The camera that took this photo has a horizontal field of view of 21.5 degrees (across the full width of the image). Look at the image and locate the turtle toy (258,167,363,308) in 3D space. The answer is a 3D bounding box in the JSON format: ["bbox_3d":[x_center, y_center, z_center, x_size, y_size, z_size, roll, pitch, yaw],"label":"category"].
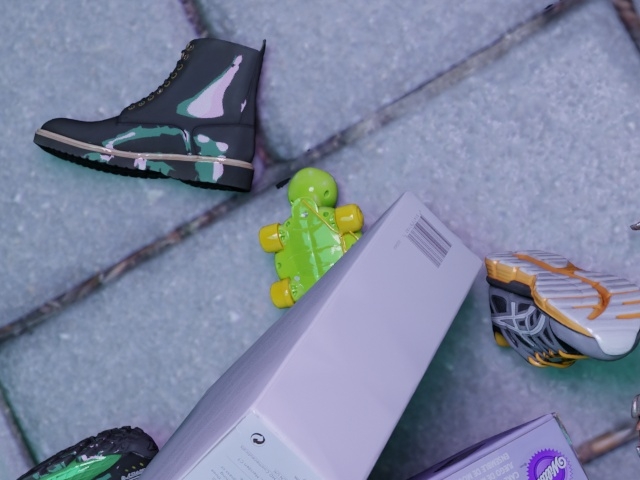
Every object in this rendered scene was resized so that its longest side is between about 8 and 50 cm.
[{"bbox_3d":[0.000,0.000,1.447,0.095,0.066,0.130,-13,84,16],"label":"turtle toy"}]

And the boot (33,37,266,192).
[{"bbox_3d":[-0.147,-0.124,1.502,0.198,0.077,0.137,10,86,4],"label":"boot"}]

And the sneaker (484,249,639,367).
[{"bbox_3d":[0.193,0.065,1.334,0.084,0.215,0.083,0,101,-15],"label":"sneaker"}]

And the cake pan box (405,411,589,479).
[{"bbox_3d":[0.050,0.228,1.285,0.246,0.267,0.070,-24,82,-18],"label":"cake pan box"}]

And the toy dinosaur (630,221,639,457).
[{"bbox_3d":[0.365,0.059,1.312,0.296,0.127,0.200,-16,91,3],"label":"toy dinosaur"}]

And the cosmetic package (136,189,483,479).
[{"bbox_3d":[-0.041,0.147,1.255,0.097,0.377,0.284,45,120,-4],"label":"cosmetic package"}]

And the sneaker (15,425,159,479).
[{"bbox_3d":[-0.247,0.298,1.491,0.146,0.134,0.343,43,109,7],"label":"sneaker"}]
